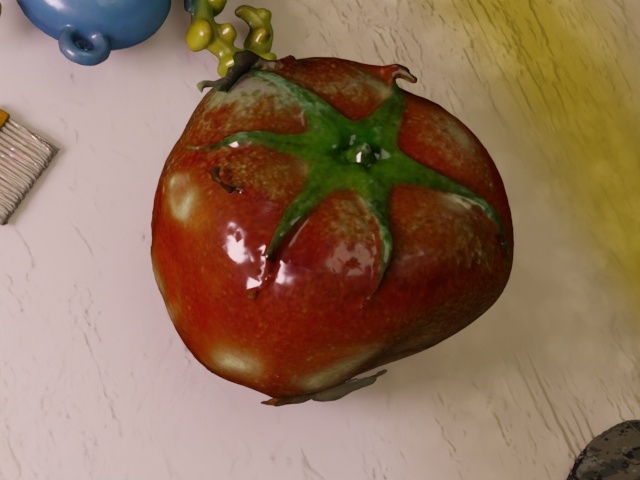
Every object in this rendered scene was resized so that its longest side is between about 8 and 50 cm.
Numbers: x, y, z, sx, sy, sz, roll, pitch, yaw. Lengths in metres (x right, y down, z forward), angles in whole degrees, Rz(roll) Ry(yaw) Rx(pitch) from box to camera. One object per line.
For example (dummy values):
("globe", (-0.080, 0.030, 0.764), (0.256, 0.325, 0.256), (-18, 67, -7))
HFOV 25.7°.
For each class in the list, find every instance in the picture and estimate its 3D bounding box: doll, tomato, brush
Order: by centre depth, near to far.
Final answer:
("tomato", (0.000, 0.000, 1.172), (0.303, 0.239, 0.304), (10, 48, -11))
("brush", (-0.366, -0.117, 1.209), (0.272, 0.013, 0.103), (31, 53, -4))
("doll", (-0.190, -0.295, 1.342), (0.346, 0.099, 0.341), (17, 58, -19))

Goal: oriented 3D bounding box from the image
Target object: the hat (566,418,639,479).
("hat", (0.354, 0.253, 1.258), (0.265, 0.128, 0.266), (10, 57, -16))
